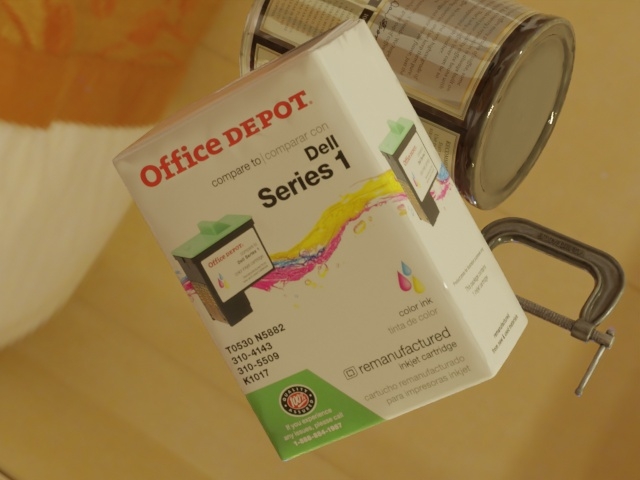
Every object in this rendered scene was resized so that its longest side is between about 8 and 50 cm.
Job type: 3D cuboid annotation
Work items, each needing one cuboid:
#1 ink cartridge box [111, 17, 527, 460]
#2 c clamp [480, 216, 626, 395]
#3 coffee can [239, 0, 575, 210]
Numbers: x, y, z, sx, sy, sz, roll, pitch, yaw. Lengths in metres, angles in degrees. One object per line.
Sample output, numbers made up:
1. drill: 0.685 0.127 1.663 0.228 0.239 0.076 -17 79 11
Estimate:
1. ink cartridge box: 0.000 0.000 1.218 0.201 0.278 0.117 -26 -172 27
2. c clamp: 0.192 0.044 1.369 0.137 0.161 0.022 -49 154 -26
3. coffee can: 0.087 -0.177 1.582 0.201 0.275 0.201 -46 152 -34
